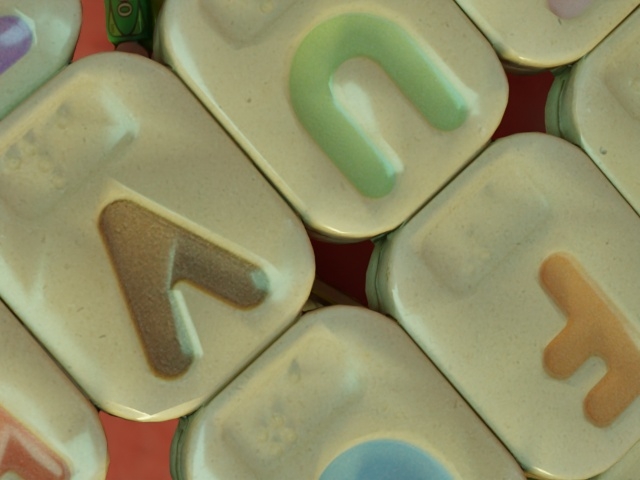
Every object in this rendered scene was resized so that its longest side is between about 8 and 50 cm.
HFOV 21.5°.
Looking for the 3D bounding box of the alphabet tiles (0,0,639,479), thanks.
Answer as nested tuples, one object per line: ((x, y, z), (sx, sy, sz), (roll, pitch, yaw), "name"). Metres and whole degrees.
((0.025, -0.011, 0.360), (0.284, 0.021, 0.278), (-42, 96, -14), "alphabet tiles")

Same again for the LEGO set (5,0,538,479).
((0.000, 0.000, 0.396), (0.132, 0.107, 0.287), (-27, 86, 14), "LEGO set")
